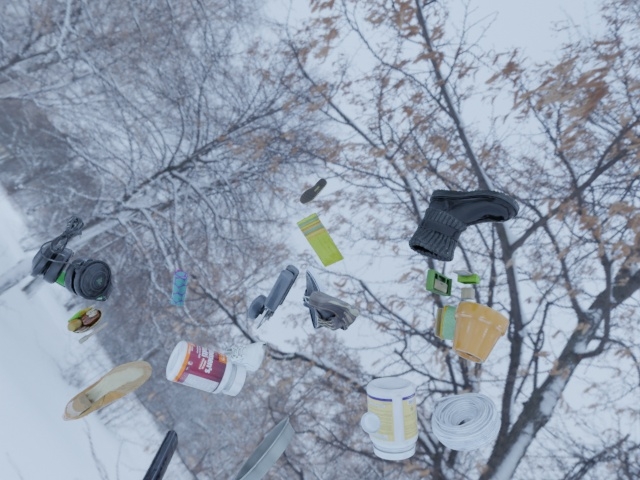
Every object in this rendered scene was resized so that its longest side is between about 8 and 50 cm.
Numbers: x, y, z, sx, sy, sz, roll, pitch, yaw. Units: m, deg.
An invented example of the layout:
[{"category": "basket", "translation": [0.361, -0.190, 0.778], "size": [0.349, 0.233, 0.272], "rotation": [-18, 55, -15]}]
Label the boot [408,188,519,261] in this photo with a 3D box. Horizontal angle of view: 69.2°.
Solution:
[{"category": "boot", "translation": [0.512, -0.045, 1.674], "size": [0.348, 0.260, 0.131], "rotation": [7, -30, 40]}]

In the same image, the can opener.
[{"category": "can opener", "translation": [-0.168, 0.181, 1.521], "size": [0.095, 0.076, 0.283], "rotation": [35, -57, 9]}]

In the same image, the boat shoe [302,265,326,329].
[{"category": "boat shoe", "translation": [-0.031, 0.262, 2.072], "size": [0.108, 0.102, 0.301], "rotation": [39, -33, 59]}]

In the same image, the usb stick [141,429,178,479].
[{"category": "usb stick", "translation": [-0.476, 0.663, 1.363], "size": [0.278, 0.045, 0.077], "rotation": [-95, -172, -80]}]

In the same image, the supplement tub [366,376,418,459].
[{"category": "supplement tub", "translation": [0.352, 0.864, 2.272], "size": [0.241, 0.241, 0.332], "rotation": [-3, -90, 61]}]

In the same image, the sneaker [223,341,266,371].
[{"category": "sneaker", "translation": [-0.339, 0.503, 1.983], "size": [0.129, 0.111, 0.297], "rotation": [34, -50, -25]}]

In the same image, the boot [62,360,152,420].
[{"category": "boot", "translation": [-0.768, 0.537, 1.661], "size": [0.211, 0.295, 0.104], "rotation": [-36, -98, 48]}]

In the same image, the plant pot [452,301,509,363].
[{"category": "plant pot", "translation": [0.612, 0.372, 1.831], "size": [0.205, 0.188, 0.205], "rotation": [25, -18, 9]}]

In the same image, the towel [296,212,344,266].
[{"category": "towel", "translation": [0.000, 0.000, 1.956], "size": [0.102, 0.021, 0.237], "rotation": [-24, -71, 26]}]

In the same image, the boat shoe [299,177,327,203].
[{"category": "boat shoe", "translation": [-0.033, -0.269, 2.616], "size": [0.068, 0.190, 0.072], "rotation": [52, 4, 11]}]

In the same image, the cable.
[{"category": "cable", "translation": [0.549, 0.686, 1.761], "size": [0.257, 0.257, 0.089], "rotation": [-21, -78, 20]}]

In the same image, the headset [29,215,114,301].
[{"category": "headset", "translation": [-0.787, 0.072, 1.489], "size": [0.243, 0.185, 0.394], "rotation": [24, -27, -4]}]

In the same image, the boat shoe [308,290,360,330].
[{"category": "boat shoe", "translation": [0.055, 0.299, 1.869], "size": [0.132, 0.130, 0.355], "rotation": [18, -9, 34]}]

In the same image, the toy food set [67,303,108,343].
[{"category": "toy food set", "translation": [-0.879, 0.297, 1.733], "size": [0.192, 0.132, 0.039], "rotation": [24, -36, 46]}]

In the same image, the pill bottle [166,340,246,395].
[{"category": "pill bottle", "translation": [-0.349, 0.399, 1.429], "size": [0.221, 0.121, 0.121], "rotation": [26, -14, -24]}]

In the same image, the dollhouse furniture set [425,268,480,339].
[{"category": "dollhouse furniture set", "translation": [0.587, 0.289, 2.065], "size": [0.151, 0.302, 0.197], "rotation": [24, -22, -40]}]

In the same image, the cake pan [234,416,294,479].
[{"category": "cake pan", "translation": [-0.199, 0.784, 1.702], "size": [0.054, 0.293, 0.293], "rotation": [42, -26, 5]}]

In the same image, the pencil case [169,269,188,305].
[{"category": "pencil case", "translation": [-0.618, 0.209, 2.026], "size": [0.070, 0.064, 0.152], "rotation": [41, -58, 49]}]

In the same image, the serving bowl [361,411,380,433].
[{"category": "serving bowl", "translation": [0.207, 0.732, 1.865], "size": [0.083, 0.083, 0.027], "rotation": [41, 13, 28]}]
